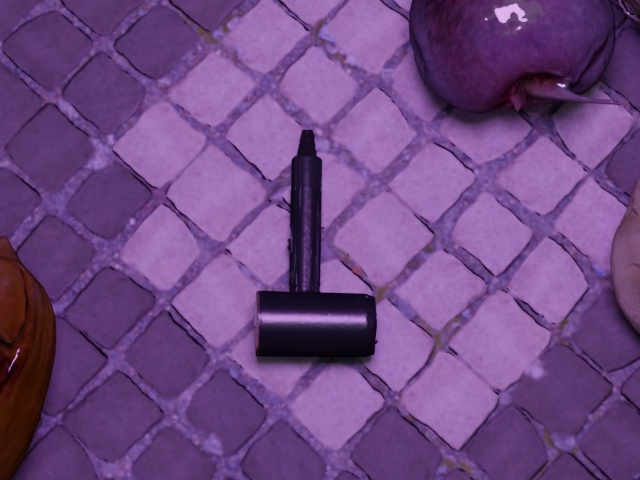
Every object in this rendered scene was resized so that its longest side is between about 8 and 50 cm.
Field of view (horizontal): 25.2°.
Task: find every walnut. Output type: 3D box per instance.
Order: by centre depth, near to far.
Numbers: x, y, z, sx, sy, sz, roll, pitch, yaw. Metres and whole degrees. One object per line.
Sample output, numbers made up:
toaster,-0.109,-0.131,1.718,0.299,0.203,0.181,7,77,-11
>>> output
walnut,-0.366,0.126,1.410,0.203,0.203,0.298,11,63,1

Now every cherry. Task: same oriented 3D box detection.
cherry,0.199,-0.232,1.503,0.213,0.183,0.266,-6,62,-11

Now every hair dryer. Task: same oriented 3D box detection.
hair dryer,0.000,0.000,1.511,0.128,0.070,0.255,3,73,-1

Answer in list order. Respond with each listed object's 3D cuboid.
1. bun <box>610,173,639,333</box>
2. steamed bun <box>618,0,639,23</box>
bun,0.421,0.014,1.463,0.259,0.160,0.259,0,79,0
steamed bun,0.402,-0.331,1.450,0.233,0.312,0.334,-32,95,3
